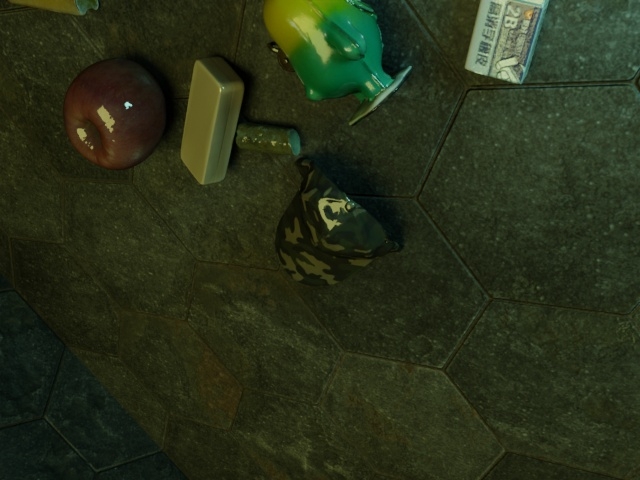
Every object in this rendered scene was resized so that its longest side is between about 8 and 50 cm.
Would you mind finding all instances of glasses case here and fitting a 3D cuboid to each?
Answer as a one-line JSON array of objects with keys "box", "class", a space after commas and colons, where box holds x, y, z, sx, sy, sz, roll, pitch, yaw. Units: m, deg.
[{"box": [-0.294, -0.315, 1.782, 0.144, 0.076, 0.336, 51, 140, 27], "class": "glasses case"}]

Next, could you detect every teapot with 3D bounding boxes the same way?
[{"box": [-0.074, -0.440, 1.583, 0.121, 0.068, 0.076, 32, 134, 9], "class": "teapot"}]

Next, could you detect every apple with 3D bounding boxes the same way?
[{"box": [-0.566, -0.352, 1.855, 0.306, 0.235, 0.305, 20, 132, 24], "class": "apple"}]

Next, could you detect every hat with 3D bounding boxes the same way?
[{"box": [0.000, 0.000, 1.782, 0.366, 0.257, 0.381, 40, 115, 4], "class": "hat"}]

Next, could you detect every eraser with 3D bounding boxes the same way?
[{"box": [0.369, -0.428, 1.308, 0.125, 0.068, 0.210, 22, 131, 19], "class": "eraser"}]

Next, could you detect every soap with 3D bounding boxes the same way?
[{"box": [-0.746, -0.717, 1.800, 0.274, 0.089, 0.173, 16, 133, 23], "class": "soap"}]

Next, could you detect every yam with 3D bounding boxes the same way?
[{"box": [-0.137, -0.267, 1.750, 0.179, 0.078, 0.078, 10, 127, 27], "class": "yam"}]

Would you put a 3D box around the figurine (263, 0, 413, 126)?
[{"box": [0.017, -0.426, 1.420, 0.231, 0.323, 0.340, -44, 101, 0], "class": "figurine"}]
